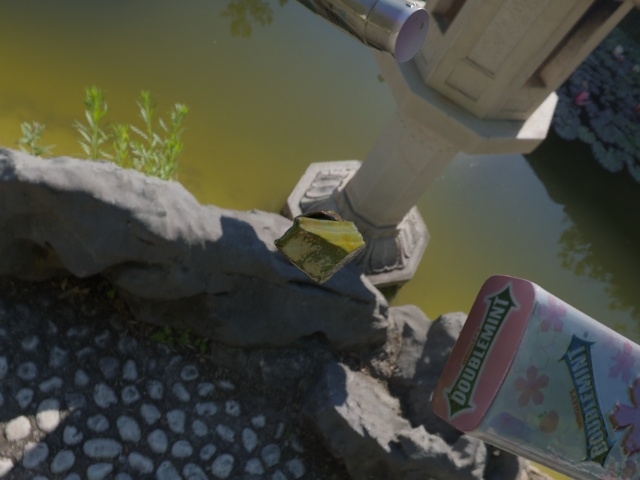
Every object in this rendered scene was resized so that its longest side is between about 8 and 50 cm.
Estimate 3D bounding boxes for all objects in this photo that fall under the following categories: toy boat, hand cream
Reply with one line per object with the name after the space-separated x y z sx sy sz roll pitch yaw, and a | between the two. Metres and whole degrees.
0.000 0.000 0.527 0.066 0.065 0.172 49 11 7 | toy boat
0.001 -0.335 0.733 0.312 0.111 0.070 37 86 28 | hand cream

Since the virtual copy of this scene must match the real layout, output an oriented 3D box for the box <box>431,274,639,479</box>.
0.334 0.203 0.680 0.369 0.112 0.191 26 87 -18 | box
